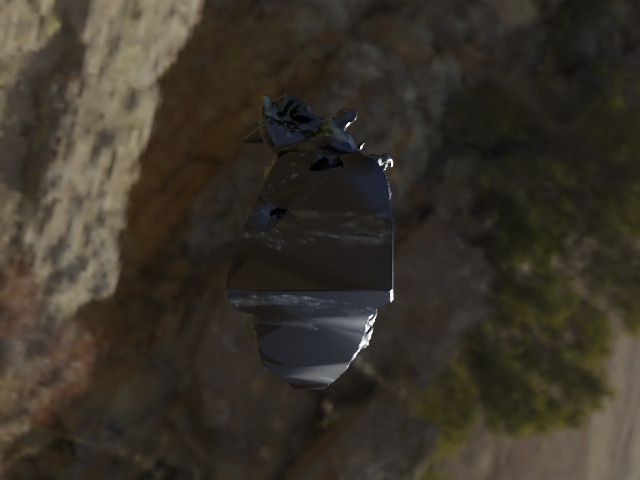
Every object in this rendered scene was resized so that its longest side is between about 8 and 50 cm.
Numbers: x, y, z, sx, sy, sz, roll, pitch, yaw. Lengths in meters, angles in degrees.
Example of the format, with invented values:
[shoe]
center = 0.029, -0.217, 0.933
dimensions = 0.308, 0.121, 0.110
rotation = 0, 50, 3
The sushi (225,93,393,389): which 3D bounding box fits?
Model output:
[sushi]
center = 0.000, 0.000, 0.599
dimensions = 0.083, 0.056, 0.084
rotation = 82, 10, -60
